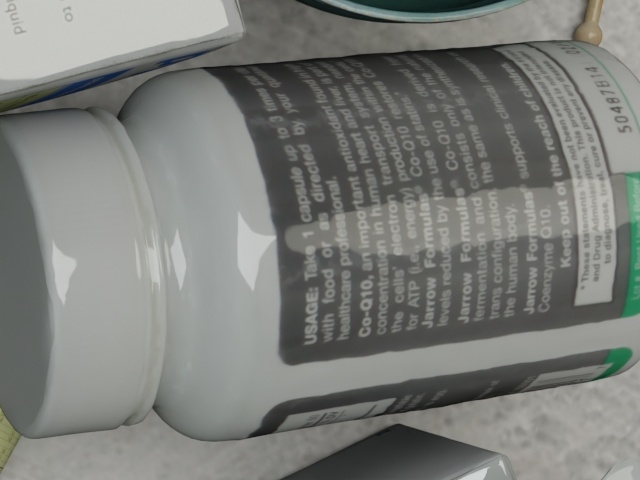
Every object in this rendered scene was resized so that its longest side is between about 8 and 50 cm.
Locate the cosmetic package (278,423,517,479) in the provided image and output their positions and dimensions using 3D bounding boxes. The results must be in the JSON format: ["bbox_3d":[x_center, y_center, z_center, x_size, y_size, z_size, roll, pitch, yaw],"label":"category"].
[{"bbox_3d":[0.057,0.237,1.107,0.138,0.224,0.225,-22,93,-11],"label":"cosmetic package"}]

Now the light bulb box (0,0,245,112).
[{"bbox_3d":[-0.295,-0.140,0.926,0.361,0.358,0.225,-19,98,-33],"label":"light bulb box"}]

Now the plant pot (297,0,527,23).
[{"bbox_3d":[0.035,-0.259,1.132,0.293,0.196,0.293,0,88,-11],"label":"plant pot"}]

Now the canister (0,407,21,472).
[{"bbox_3d":[-0.225,0.085,1.132,0.126,0.073,0.170,30,81,-10],"label":"canister"}]

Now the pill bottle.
[{"bbox_3d":[0.000,0.000,1.083,0.361,0.204,0.204,-7,90,-24],"label":"pill bottle"}]

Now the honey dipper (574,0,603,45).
[{"bbox_3d":[0.185,-0.201,1.248,0.030,0.030,0.161,14,89,-11],"label":"honey dipper"}]

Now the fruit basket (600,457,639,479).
[{"bbox_3d":[0.139,0.336,0.927,0.327,0.165,0.353,-42,101,-9],"label":"fruit basket"}]
